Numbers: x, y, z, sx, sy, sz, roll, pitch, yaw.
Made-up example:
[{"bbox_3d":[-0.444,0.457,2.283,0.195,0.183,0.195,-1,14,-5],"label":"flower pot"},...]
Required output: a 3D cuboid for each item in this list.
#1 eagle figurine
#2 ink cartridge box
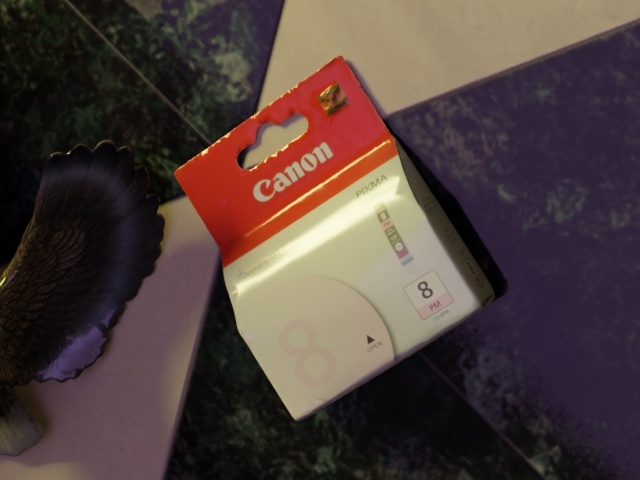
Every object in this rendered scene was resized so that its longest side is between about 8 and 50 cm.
[{"bbox_3d":[-0.282,0.044,1.442,0.226,0.225,0.298,29,74,-27],"label":"eagle figurine"},{"bbox_3d":[0.000,0.000,1.383,0.189,0.066,0.232,-33,91,21],"label":"ink cartridge box"}]
